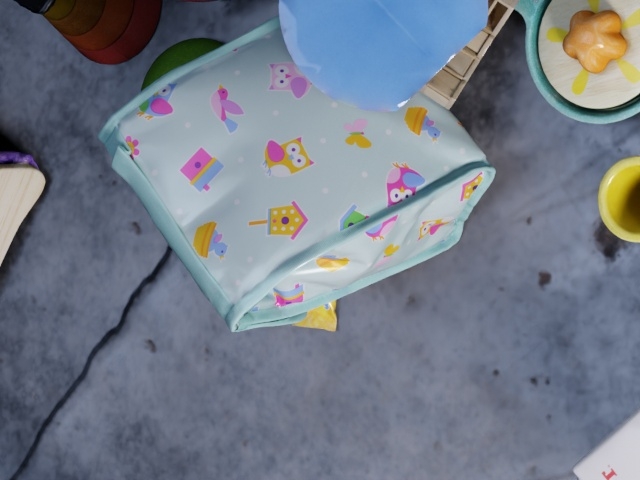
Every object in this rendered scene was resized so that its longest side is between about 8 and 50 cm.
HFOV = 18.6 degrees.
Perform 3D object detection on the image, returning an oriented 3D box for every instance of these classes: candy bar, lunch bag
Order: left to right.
[{"bbox_3d":[-0.026,-0.059,1.634,0.223,0.262,0.160,56,157,17],"label":"lunch bag"},{"bbox_3d":[0.000,0.000,1.759,0.040,0.018,0.161,5,96,5],"label":"candy bar"}]

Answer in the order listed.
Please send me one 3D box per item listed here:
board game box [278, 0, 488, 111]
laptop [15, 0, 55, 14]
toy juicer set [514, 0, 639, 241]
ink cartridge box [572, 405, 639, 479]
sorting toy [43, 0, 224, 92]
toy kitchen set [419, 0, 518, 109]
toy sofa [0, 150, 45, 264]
[{"bbox_3d":[0.052,-0.187,1.586,0.168,0.033,0.133,-44,92,3],"label":"board game box"},{"bbox_3d":[-0.269,-0.367,1.775,0.264,0.136,0.234,-58,31,0],"label":"laptop"},{"bbox_3d":[0.257,-0.181,1.563,0.209,0.089,0.329,-33,74,28],"label":"toy juicer set"},{"bbox_3d":[0.342,0.167,1.510,0.237,0.100,0.172,-46,69,23],"label":"ink cartridge box"},{"bbox_3d":[-0.159,-0.144,1.798,0.365,0.126,0.127,49,114,22],"label":"sorting toy"},{"bbox_3d":[0.106,-0.170,1.599,0.068,0.083,0.075,32,146,0],"label":"toy kitchen set"},{"bbox_3d":[-0.436,0.027,1.977,0.150,0.177,0.363,44,114,50],"label":"toy sofa"}]
